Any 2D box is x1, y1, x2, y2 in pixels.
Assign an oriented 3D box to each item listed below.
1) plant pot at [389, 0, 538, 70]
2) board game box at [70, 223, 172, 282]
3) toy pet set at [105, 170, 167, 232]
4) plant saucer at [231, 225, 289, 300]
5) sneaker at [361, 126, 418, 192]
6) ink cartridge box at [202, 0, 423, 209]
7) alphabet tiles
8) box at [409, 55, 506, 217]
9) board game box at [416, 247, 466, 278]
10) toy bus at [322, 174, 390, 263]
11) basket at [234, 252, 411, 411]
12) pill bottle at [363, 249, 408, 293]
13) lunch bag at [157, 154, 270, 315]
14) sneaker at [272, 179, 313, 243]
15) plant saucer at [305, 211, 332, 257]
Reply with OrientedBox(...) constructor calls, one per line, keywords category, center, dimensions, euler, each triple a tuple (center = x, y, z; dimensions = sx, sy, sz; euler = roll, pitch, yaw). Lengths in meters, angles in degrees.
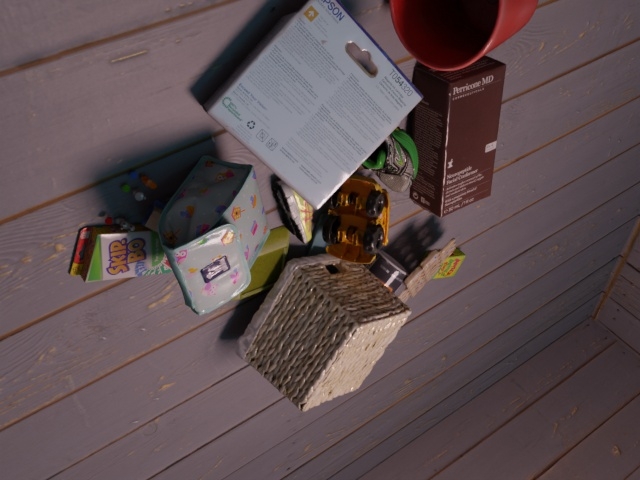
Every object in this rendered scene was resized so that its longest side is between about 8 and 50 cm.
OrientedBox(category="plant pot", center=(0.320, -0.515, 1.498), dimensions=(0.243, 0.275, 0.275), euler=(-26, 143, -44))
OrientedBox(category="board game box", center=(-0.391, 0.021, 1.499), dimensions=(0.259, 0.039, 0.124), euler=(-4, 128, -41))
OrientedBox(category="toy pet set", center=(-0.356, -0.071, 1.432), dimensions=(0.114, 0.065, 0.122), euler=(29, 103, -19))
OrientedBox(category="plant saucer", center=(-0.154, 0.068, 1.784), dimensions=(0.188, 0.045, 0.188), euler=(-21, 139, -32))
OrientedBox(category="sneaker", center=(0.134, -0.208, 1.679), dimensions=(0.343, 0.134, 0.146), euler=(48, 46, -51))
OrientedBox(category="ink cartridge box", center=(-0.010, -0.281, 1.432), dimensions=(0.330, 0.071, 0.324), euler=(-47, 119, 3))
OrientedBox(category="alphabet tiles", center=(0.316, 0.104, 2.182), dimensions=(0.278, 0.021, 0.284), euler=(-46, 164, -1))
OrientedBox(category="box", center=(0.345, -0.270, 1.815), dimensions=(0.191, 0.143, 0.381), euler=(-23, 129, -26))
OrientedBox(category="board game box", center=(0.404, 0.079, 2.386), dimensions=(0.181, 0.043, 0.092), euler=(-3, 128, -45))
OrientedBox(category="toy bus", center=(0.118, -0.077, 1.835), dimensions=(0.211, 0.149, 0.220), euler=(-32, 129, -53))
OrientedBox(category="basket", center=(0.012, 0.240, 1.907), dimensions=(0.328, 0.266, 0.331), euler=(-5, 132, -57))
OrientedBox(category="pill bottle", center=(0.139, 0.154, 2.108), dimensions=(0.246, 0.130, 0.130), euler=(-51, 146, 9))
OrientedBox(category="lunch bag", center=(-0.220, -0.005, 1.455), dimensions=(0.223, 0.160, 0.262), euler=(81, 26, -49))
OrientedBox(category="sneaker", center=(-0.044, -0.078, 1.711), dimensions=(0.094, 0.081, 0.208), euler=(-37, 142, -20))
OrientedBox(category="plant saucer", center=(0.000, 0.000, 1.900), dimensions=(0.067, 0.018, 0.192), euler=(-13, 136, -39))
